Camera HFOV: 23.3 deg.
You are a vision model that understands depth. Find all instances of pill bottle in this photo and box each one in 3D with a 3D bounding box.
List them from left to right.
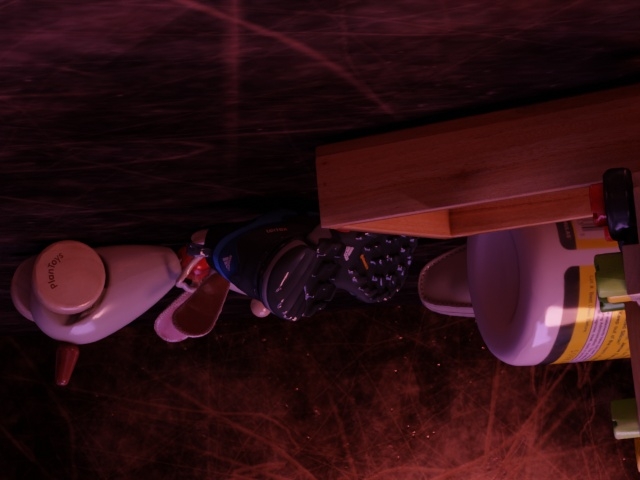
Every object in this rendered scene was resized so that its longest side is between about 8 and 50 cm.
[{"bbox_3d":[0.329,0.021,1.541,0.334,0.188,0.188,-3,173,-15],"label":"pill bottle"}]

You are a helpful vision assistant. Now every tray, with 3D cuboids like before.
[{"bbox_3d":[0.223,-0.067,1.202,0.411,0.076,0.203,-10,172,33],"label":"tray"}]

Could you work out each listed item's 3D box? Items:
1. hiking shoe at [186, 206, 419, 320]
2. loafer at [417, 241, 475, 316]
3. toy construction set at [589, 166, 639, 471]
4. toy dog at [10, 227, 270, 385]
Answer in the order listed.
[{"bbox_3d":[0.000,0.000,1.639,0.132,0.113,0.304,26,-164,27],"label":"hiking shoe"},{"bbox_3d":[0.248,0.026,1.934,0.319,0.112,0.111,-18,162,34],"label":"loafer"},{"bbox_3d":[0.256,0.060,1.056,0.151,0.215,0.327,-5,173,-1],"label":"toy construction set"},{"bbox_3d":[-0.201,0.082,1.818,0.334,0.161,0.220,-5,174,2],"label":"toy dog"}]
